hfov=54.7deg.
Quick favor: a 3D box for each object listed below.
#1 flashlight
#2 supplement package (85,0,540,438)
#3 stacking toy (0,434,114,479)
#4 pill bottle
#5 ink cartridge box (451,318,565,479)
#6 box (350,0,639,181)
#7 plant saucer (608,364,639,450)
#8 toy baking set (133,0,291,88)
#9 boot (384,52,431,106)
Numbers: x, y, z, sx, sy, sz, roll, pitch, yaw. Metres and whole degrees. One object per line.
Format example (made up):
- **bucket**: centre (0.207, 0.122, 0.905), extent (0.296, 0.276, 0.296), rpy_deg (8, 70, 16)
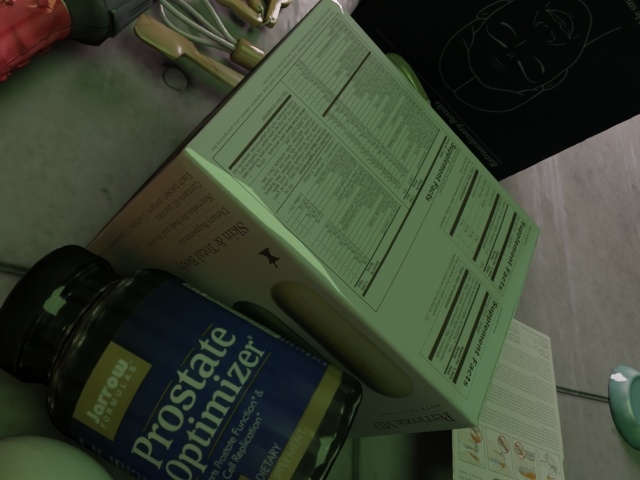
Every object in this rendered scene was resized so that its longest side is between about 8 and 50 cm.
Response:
- **flashlight**: centre (-0.236, -0.129, 0.440), extent (0.304, 0.103, 0.103), rpy_deg (-55, 134, -39)
- **supplement package**: centre (0.000, 0.000, 0.501), extent (0.262, 0.199, 0.198), rpy_deg (43, 52, -16)
- **stacking toy**: centre (-0.275, 0.114, 0.225), extent (0.480, 0.350, 0.351), rpy_deg (35, 52, -43)
- **pill bottle**: centre (-0.094, 0.095, 0.406), extent (0.219, 0.123, 0.123), rpy_deg (28, 53, 5)
- **ink cartridge box**: centre (0.181, 0.180, 0.654), extent (0.181, 0.056, 0.225), rpy_deg (27, 53, -28)
- **box**: centre (0.276, -0.294, 0.706), extent (0.293, 0.395, 0.212), rpy_deg (42, 51, -18)
- **plant saucer**: centre (0.452, 0.234, 0.875), extent (0.119, 0.021, 0.120), rpy_deg (15, 63, -33)
- **toy baking set**: centre (-0.068, -0.196, 0.645), extent (0.197, 0.030, 0.256), rpy_deg (49, 44, -4)
- **boot**: centre (0.074, -0.097, 0.679), extent (0.165, 0.077, 0.213), rpy_deg (-33, 108, -53)
